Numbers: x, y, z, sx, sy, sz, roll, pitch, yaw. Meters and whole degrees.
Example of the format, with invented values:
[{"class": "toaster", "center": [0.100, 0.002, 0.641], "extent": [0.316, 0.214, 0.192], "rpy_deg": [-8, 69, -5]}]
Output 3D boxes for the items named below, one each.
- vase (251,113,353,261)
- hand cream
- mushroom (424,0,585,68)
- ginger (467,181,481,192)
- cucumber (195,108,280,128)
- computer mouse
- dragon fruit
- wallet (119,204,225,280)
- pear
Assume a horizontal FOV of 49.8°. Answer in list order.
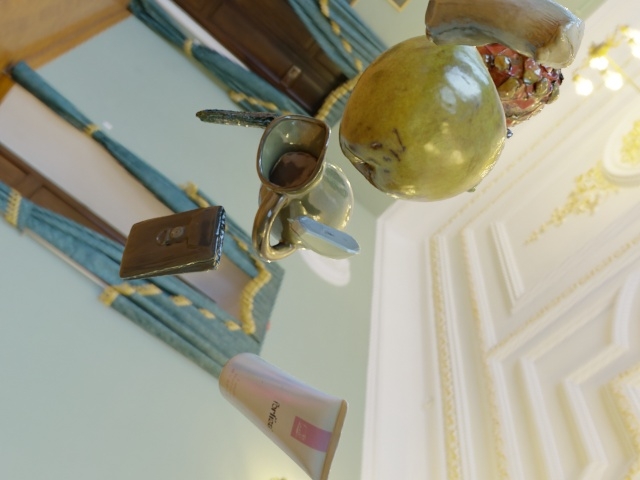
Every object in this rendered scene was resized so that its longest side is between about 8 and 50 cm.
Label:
[{"class": "vase", "center": [-0.067, -0.095, 1.671], "extent": [0.329, 0.241, 0.302], "rpy_deg": [-59, 155, -24]}, {"class": "hand cream", "center": [-0.083, 0.353, 1.453], "extent": [0.358, 0.118, 0.185], "rpy_deg": [22, -82, 48]}, {"class": "mushroom", "center": [0.211, -0.268, 0.842], "extent": [0.099, 0.096, 0.278], "rpy_deg": [-37, -150, -4]}, {"class": "ginger", "center": [0.370, -0.209, 1.735], "extent": [0.290, 0.137, 0.089], "rpy_deg": [93, 17, -65]}, {"class": "cucumber", "center": [-0.215, -0.336, 1.899], "extent": [0.044, 0.256, 0.043], "rpy_deg": [107, -16, -53]}, {"class": "computer mouse", "center": [0.000, 0.000, 1.527], "extent": [0.056, 0.181, 0.089], "rpy_deg": [-61, -163, 19]}, {"class": "dragon fruit", "center": [0.522, -0.477, 1.938], "extent": [0.296, 0.314, 0.263], "rpy_deg": [-37, 177, 6]}, {"class": "wallet", "center": [-0.335, 0.005, 1.549], "extent": [0.245, 0.052, 0.169], "rpy_deg": [-9, -125, 15]}, {"class": "pear", "center": [0.181, -0.220, 1.284], "extent": [0.304, 0.304, 0.304], "rpy_deg": [-47, -165, 16]}]
